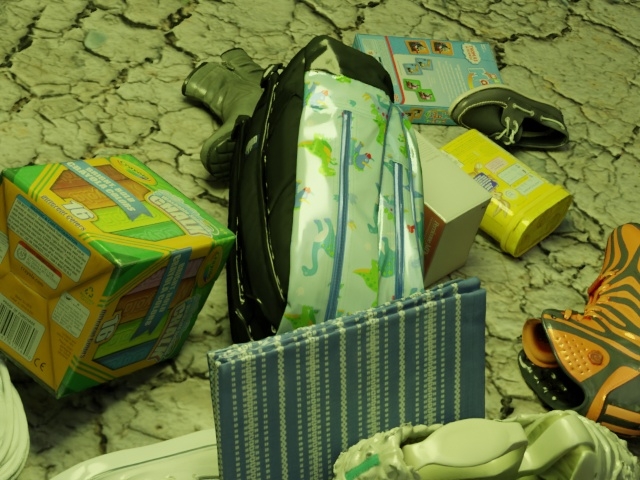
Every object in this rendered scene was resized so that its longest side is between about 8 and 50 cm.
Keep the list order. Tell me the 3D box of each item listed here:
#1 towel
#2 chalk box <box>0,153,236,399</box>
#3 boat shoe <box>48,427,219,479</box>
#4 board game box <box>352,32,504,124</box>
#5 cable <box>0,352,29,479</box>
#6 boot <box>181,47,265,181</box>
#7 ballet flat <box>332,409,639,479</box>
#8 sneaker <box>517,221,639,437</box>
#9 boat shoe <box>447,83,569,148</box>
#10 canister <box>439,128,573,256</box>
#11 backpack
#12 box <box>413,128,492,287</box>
[{"bbox_3d":[0.038,0.182,1.457,0.336,0.243,0.040,-15,24,-27],"label":"towel"},{"bbox_3d":[-0.229,0.026,1.525,0.180,0.179,0.289,35,23,18],"label":"chalk box"},{"bbox_3d":[-0.183,0.265,1.398,0.258,0.095,0.084,-18,50,-28],"label":"boat shoe"},{"bbox_3d":[0.163,-0.235,2.021,0.211,0.039,0.160,1,46,-14],"label":"board game box"},{"bbox_3d":[-0.414,0.175,1.361,0.257,0.089,0.257,11,33,-41],"label":"cable"},{"bbox_3d":[-0.127,-0.173,1.866,0.161,0.083,0.246,27,40,21],"label":"boot"},{"bbox_3d":[0.207,0.241,1.457,0.409,0.147,0.147,-1,46,-32],"label":"ballet flat"},{"bbox_3d":[0.339,0.090,1.694,0.180,0.125,0.321,11,45,-6],"label":"sneaker"},{"bbox_3d":[0.271,-0.168,1.940,0.206,0.075,0.065,4,43,-37],"label":"boat shoe"},{"bbox_3d":[0.235,-0.068,1.855,0.170,0.073,0.126,39,48,23],"label":"canister"},{"bbox_3d":[0.000,0.000,1.591,0.273,0.290,0.356,25,50,-12],"label":"backpack"},{"bbox_3d":[0.115,-0.048,1.761,0.091,0.130,0.170,-27,58,-36],"label":"box"}]
